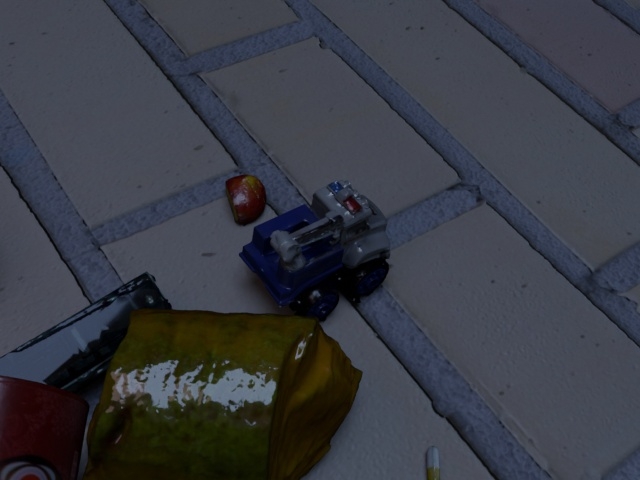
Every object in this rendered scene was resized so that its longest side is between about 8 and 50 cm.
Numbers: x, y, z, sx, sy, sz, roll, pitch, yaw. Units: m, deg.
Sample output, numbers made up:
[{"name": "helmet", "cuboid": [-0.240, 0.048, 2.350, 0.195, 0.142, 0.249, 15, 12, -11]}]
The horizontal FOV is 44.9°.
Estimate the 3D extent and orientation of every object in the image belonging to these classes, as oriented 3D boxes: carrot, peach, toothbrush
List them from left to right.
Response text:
[{"name": "carrot", "cuboid": [-0.111, 0.201, 0.899, 0.341, 0.241, 0.241, 5, 51, -3]}, {"name": "peach", "cuboid": [-0.124, -0.070, 1.235, 0.077, 0.050, 0.083, 25, 55, 11]}, {"name": "toothbrush", "cuboid": [0.141, 0.385, 0.933, 0.024, 0.021, 0.288, 16, 50, -12]}]

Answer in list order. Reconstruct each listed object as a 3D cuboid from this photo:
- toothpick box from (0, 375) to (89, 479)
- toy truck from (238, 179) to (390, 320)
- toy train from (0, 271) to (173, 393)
[{"name": "toothpick box", "cuboid": [-0.350, 0.313, 0.742, 0.204, 0.204, 0.333, 6, 64, -5]}, {"name": "toy truck", "cuboid": [0.000, 0.000, 1.117, 0.213, 0.177, 0.161, -27, 60, -27]}, {"name": "toy train", "cuboid": [-0.366, 0.181, 0.962, 0.409, 0.089, 0.086, -33, 85, -29]}]
